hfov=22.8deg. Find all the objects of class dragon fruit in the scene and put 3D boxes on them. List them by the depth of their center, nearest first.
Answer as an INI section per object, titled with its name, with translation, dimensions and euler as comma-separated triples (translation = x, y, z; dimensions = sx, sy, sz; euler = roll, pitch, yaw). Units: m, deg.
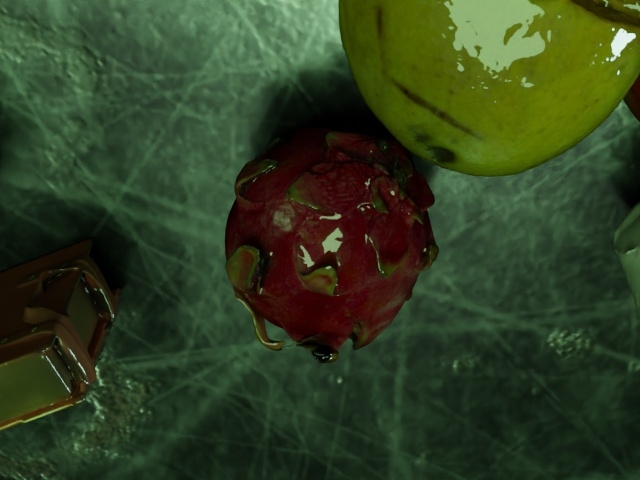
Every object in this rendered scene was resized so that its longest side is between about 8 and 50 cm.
[dragon fruit]
translation = 0.000, 0.000, 0.950
dimensions = 0.133, 0.136, 0.166
euler = 38, 151, 19

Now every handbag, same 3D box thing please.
[handbag]
translation = -0.225, 0.075, 1.015
dimensions = 0.190, 0.127, 0.063
euler = -18, 117, 17

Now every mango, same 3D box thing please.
[mango]
translation = 0.097, -0.162, 0.838
dimensions = 0.167, 0.130, 0.262
euler = 5, 112, 14

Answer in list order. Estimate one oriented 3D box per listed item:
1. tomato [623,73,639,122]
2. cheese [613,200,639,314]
[tomato]
translation = 0.208, -0.098, 0.893
dimensions = 0.087, 0.075, 0.087
euler = 5, 119, 9
[cheese]
translation = 0.277, 0.035, 0.891
dimensions = 0.198, 0.154, 0.189
euler = -20, 81, 21
